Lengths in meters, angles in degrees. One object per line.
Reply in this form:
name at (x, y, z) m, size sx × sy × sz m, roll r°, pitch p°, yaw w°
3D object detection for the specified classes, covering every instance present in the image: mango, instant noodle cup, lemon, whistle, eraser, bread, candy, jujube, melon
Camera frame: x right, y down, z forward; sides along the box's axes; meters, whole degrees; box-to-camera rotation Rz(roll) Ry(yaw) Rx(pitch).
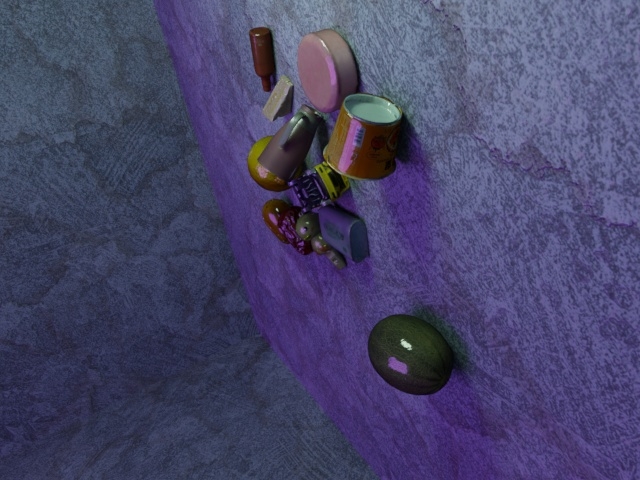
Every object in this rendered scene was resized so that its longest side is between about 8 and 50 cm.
mango at (-0.193, -0.095, 2.387) m, size 0.236 × 0.136 × 0.166 m, roll 63°, pitch 156°, yaw -6°
instant noodle cup at (0.126, -0.293, 1.351) m, size 0.215 × 0.216 × 0.172 m, roll 51°, pitch 145°, yaw 34°
lemon at (-0.188, -0.319, 2.012) m, size 0.263 × 0.236 × 0.235 m, roll 16°, pitch 126°, yaw 55°
whistle at (-0.008, 0.001, 2.048) m, size 0.294 × 0.141 × 0.141 m, roll 60°, pitch 158°, yaw 12°
eraser at (0.085, -0.033, 1.866) m, size 0.227 × 0.081 × 0.174 m, roll 37°, pitch 144°, yaw 53°
bread at (-0.168, -0.553, 1.896) m, size 0.077 × 0.105 × 0.152 m, roll 49°, pitch 154°, yaw 24°
candy at (0.021, -0.513, 1.503) m, size 0.255 × 0.094 × 0.255 m, roll 49°, pitch 152°, yaw 37°
jujube at (-0.094, -0.044, 2.196) m, size 0.230 × 0.155 × 0.155 m, roll 54°, pitch 158°, yaw 4°
melon at (0.291, 0.371, 1.578) m, size 0.302 × 0.238 × 0.237 m, roll 30°, pitch 139°, yaw 54°

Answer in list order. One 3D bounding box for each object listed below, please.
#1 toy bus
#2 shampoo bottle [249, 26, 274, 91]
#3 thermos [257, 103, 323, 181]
toy bus at (-0.001, -0.202, 1.800) m, size 0.144 × 0.152 × 0.330 m, roll 63°, pitch 161°, yaw -7°
shampoo bottle at (-0.224, -0.703, 1.908) m, size 0.085 × 0.085 × 0.244 m, roll 49°, pitch 154°, yaw 38°
thermos at (-0.099, -0.356, 1.729) m, size 0.146 × 0.265 × 0.176 m, roll 37°, pitch -166°, yaw 9°
